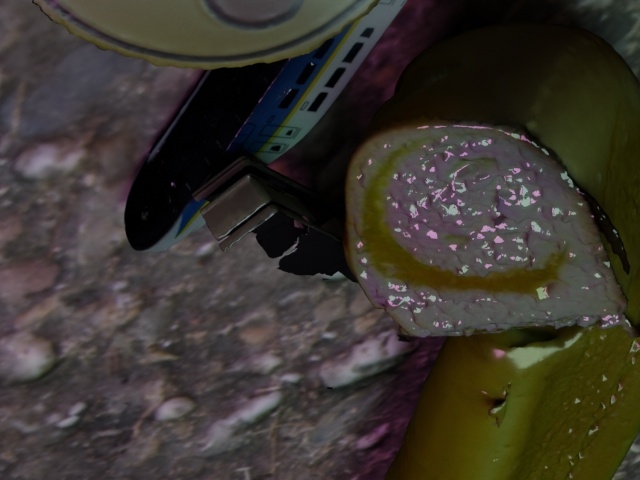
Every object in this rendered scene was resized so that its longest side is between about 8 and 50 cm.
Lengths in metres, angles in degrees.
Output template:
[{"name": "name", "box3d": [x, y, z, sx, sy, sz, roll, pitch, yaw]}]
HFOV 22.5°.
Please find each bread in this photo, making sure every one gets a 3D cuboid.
[{"name": "bread", "box3d": [0.110, -0.028, 0.876, 0.158, 0.156, 0.260, -4, 139, 28]}, {"name": "bread", "box3d": [0.128, 0.140, 1.125, 0.166, 0.112, 0.383, -8, 140, -21]}]

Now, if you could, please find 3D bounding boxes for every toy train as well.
[{"name": "toy train", "box3d": [-0.030, -0.074, 0.819, 0.051, 0.052, 0.234, 4, 137, -38]}]

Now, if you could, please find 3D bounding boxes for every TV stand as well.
[{"name": "TV stand", "box3d": [0.000, 0.000, 0.897, 0.036, 0.042, 0.249, -39, 160, 12]}]

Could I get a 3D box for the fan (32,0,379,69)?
[{"name": "fan", "box3d": [-0.005, -0.160, 0.691, 0.335, 0.011, 0.229, 12, 127, -17]}]
